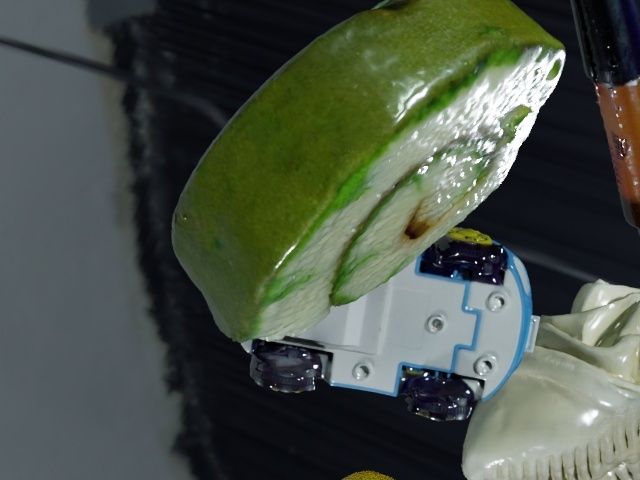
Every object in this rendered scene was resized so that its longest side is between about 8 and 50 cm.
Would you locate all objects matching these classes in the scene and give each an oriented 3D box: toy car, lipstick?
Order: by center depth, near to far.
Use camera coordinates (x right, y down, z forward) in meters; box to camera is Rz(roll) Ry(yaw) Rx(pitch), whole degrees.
[{"bbox_3d":[0.067,0.063,1.810,0.166,0.314,0.198,-64,162,-75],"label":"toy car"},{"bbox_3d":[0.340,-0.158,1.950,0.077,0.077,0.418,-51,138,-29],"label":"lipstick"}]

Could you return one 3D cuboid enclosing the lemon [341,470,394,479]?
[{"bbox_3d":[0.066,0.361,2.314,0.155,0.114,0.114,42,71,-52],"label":"lemon"}]

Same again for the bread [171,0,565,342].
[{"bbox_3d":[0.043,-0.062,1.519,0.382,0.129,0.366,-44,164,4],"label":"bread"}]

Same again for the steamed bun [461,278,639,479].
[{"bbox_3d":[0.333,0.175,2.128,0.310,0.324,0.219,18,51,-44],"label":"steamed bun"}]
